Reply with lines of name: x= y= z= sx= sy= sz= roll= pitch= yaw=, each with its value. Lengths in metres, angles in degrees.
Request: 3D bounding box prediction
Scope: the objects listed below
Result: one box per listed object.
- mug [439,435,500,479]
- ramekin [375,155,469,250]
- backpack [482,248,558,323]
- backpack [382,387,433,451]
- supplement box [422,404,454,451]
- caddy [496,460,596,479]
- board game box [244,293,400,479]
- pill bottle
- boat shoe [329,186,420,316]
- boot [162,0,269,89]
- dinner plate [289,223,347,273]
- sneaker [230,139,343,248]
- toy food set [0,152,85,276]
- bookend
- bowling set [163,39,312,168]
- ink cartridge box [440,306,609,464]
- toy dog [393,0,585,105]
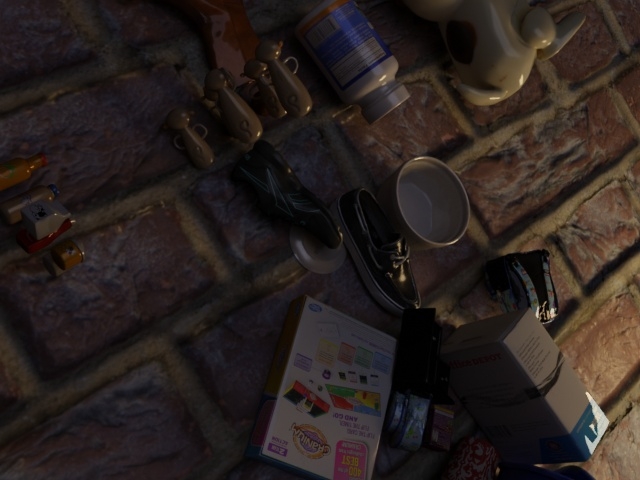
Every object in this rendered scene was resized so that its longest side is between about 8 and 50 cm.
mug: x=0.294 y=0.506 z=1.504 sx=0.113 sy=0.150 sz=0.169 roll=21 pitch=52 yaw=16
ramekin: x=0.219 y=-0.074 z=1.632 sx=0.207 sy=0.109 sz=0.207 roll=10 pitch=69 yaw=-29
backpack: x=0.474 y=0.118 z=1.721 sx=0.158 sy=0.117 sz=0.173 roll=-6 pitch=77 yaw=-34
backpack: x=0.167 y=0.359 z=1.460 sx=0.084 sy=0.105 sz=0.114 roll=14 pitch=67 yaw=-3
supplement box: x=0.241 y=0.392 z=1.528 sx=0.055 sy=0.043 sz=0.083 roll=25 pitch=61 yaw=-23
caddy: x=0.475 y=0.531 z=1.454 sx=0.241 sy=0.341 sz=0.179 roll=28 pitch=73 yaw=-1
board game box: x=0.014 y=0.296 z=1.405 sx=0.242 sy=0.064 sz=0.316 roll=28 pitch=61 yaw=-21
pill bottle: x=0.076 y=-0.399 z=1.625 sx=0.152 sy=0.152 sz=0.272 roll=-42 pitch=98 yaw=-35
boat shoe: x=0.137 y=0.024 z=1.544 sx=0.108 sy=0.102 sz=0.301 roll=-34 pitch=96 yaw=-42
boot: x=-0.250 y=-0.429 z=1.496 sx=0.264 sy=0.096 sz=0.280 roll=-26 pitch=101 yaw=-37
dinner plate: x=0.000 y=0.000 z=1.527 sx=0.141 sy=0.017 sz=0.141 roll=10 pitch=70 yaw=-28
sneaker: x=-0.066 y=-0.074 z=1.472 sx=0.106 sy=0.101 sz=0.267 roll=-43 pitch=91 yaw=-10
toy food set: x=-0.438 y=-0.038 z=1.197 sx=0.232 sy=0.111 sz=0.104 roll=38 pitch=51 yaw=22
bookend: x=0.224 y=0.242 z=1.511 sx=0.157 sy=0.072 sz=0.156 roll=44 pitch=49 yaw=-48
bowling set: x=-0.161 y=-0.283 z=1.440 sx=0.154 sy=0.287 sz=0.200 roll=59 pitch=12 yaw=-22
ink cartridge box: x=0.419 y=0.314 z=1.555 sx=0.129 sy=0.223 sz=0.307 roll=-39 pitch=96 yaw=-35
toy dog: x=0.365 y=-0.559 z=1.821 sx=0.408 sy=0.284 sz=0.395 roll=44 pitch=74 yaw=-10
